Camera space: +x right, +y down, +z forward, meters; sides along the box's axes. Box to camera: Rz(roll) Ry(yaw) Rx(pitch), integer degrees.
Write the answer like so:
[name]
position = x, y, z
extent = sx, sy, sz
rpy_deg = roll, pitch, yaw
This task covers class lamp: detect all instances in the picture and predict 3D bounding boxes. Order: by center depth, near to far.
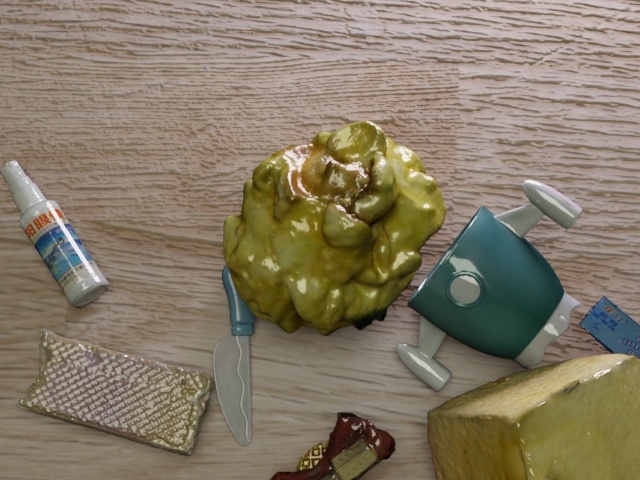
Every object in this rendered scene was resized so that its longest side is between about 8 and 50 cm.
[lamp]
position = 0.029, 0.344, 1.557
extent = 0.215, 0.151, 0.223
rpy_deg = -37, 88, 7

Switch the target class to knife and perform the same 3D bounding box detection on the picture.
[knife]
position = -0.110, 0.141, 1.684
extent = 0.058, 0.032, 0.244
rpy_deg = 7, 78, -20

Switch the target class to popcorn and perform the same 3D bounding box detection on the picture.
[popcorn]
position = 0.014, -0.017, 1.618
extent = 0.286, 0.252, 0.215
rpy_deg = -39, 39, -10

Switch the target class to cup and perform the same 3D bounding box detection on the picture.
[cup]
position = 0.223, 0.069, 1.627
extent = 0.173, 0.167, 0.299
rpy_deg = 36, 107, 2

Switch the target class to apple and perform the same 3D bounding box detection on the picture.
[apple]
position = 0.287, 0.311, 1.514
extent = 0.314, 0.252, 0.309
rpy_deg = -19, 95, 19

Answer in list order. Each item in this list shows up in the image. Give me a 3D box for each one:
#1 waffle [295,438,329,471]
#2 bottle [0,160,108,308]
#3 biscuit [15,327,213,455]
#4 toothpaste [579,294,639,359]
[waffle]
position = 0.009, 0.300, 1.647
extent = 0.078, 0.016, 0.085
rpy_deg = -36, 77, -2
[bottle]
position = -0.359, -0.013, 1.721
extent = 0.060, 0.060, 0.217
rpy_deg = -33, 76, -6
[biscuit]
position = -0.261, 0.194, 1.663
extent = 0.239, 0.062, 0.108
rpy_deg = 15, 75, 5
[toothpaste]
position = 0.430, 0.171, 1.552
extent = 0.272, 0.066, 0.053
rpy_deg = 42, 98, 27
